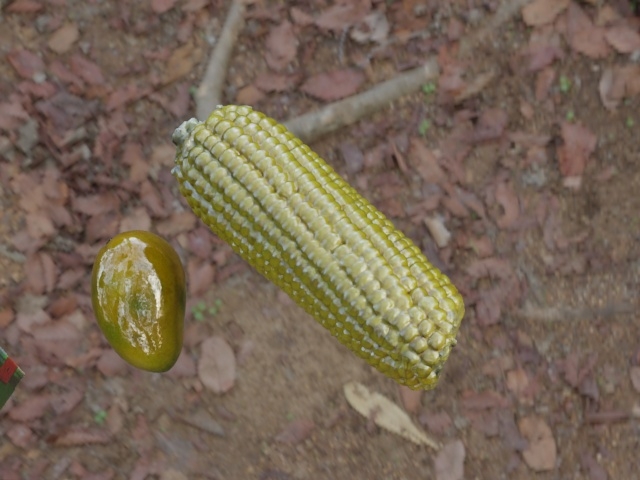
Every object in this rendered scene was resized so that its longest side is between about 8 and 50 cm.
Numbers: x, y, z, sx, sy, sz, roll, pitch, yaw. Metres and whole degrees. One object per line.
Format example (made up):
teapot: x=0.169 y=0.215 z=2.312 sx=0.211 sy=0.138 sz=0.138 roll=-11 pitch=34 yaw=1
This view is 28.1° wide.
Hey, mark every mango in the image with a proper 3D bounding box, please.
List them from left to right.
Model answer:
mango: x=-0.211 y=0.070 z=1.473 sx=0.111 sy=0.089 sz=0.163 roll=4 pitch=87 yaw=1

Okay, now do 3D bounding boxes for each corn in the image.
corn: x=0.000 y=0.000 z=1.340 sx=0.387 sy=0.144 sz=0.144 roll=40 pitch=76 yaw=17

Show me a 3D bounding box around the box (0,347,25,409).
box: x=-0.383 y=0.206 z=1.253 sx=0.034 sy=0.132 sz=0.235 roll=30 pitch=74 yaw=11
